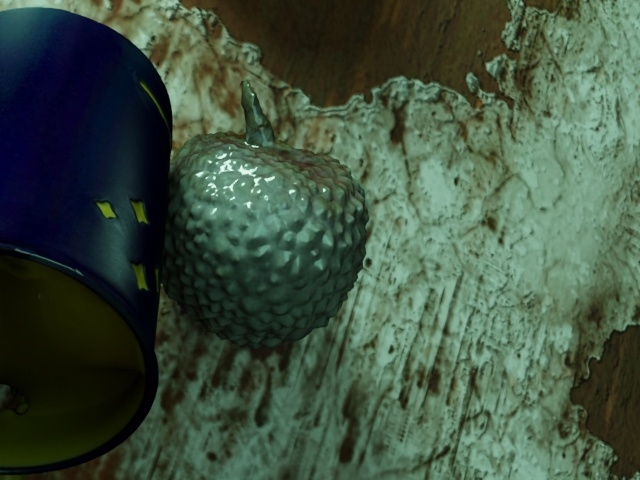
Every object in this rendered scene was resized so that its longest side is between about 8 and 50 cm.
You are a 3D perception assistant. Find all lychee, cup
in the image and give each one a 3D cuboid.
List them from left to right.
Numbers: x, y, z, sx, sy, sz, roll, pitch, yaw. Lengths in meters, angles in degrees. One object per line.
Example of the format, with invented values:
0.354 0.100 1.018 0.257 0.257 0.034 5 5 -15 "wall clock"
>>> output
-0.201 0.014 0.736 0.178 0.255 0.256 27 33 -22 "cup"
-0.045 -0.016 0.869 0.165 0.165 0.197 -1 110 -35 "lychee"

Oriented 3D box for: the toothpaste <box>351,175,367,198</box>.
0.000 0.000 0.986 0.037 0.021 0.140 42 60 -25 "toothpaste"
